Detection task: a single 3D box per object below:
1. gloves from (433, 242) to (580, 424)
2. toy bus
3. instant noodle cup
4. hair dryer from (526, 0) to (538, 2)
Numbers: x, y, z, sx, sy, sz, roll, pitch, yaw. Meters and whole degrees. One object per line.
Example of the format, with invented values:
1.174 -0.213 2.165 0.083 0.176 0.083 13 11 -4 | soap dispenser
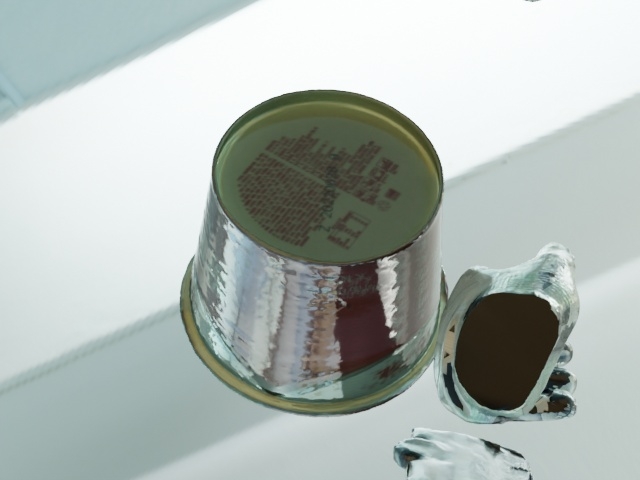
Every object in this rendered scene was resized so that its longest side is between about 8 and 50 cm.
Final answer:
0.134 0.067 0.863 0.111 0.212 0.127 -4 -91 4 | gloves
0.119 0.246 1.004 0.138 0.317 0.112 7 -80 5 | toy bus
0.000 0.000 0.986 0.235 0.178 0.234 2 -129 -3 | instant noodle cup
0.173 -0.344 1.319 0.219 0.195 0.075 -6 -132 -8 | hair dryer
